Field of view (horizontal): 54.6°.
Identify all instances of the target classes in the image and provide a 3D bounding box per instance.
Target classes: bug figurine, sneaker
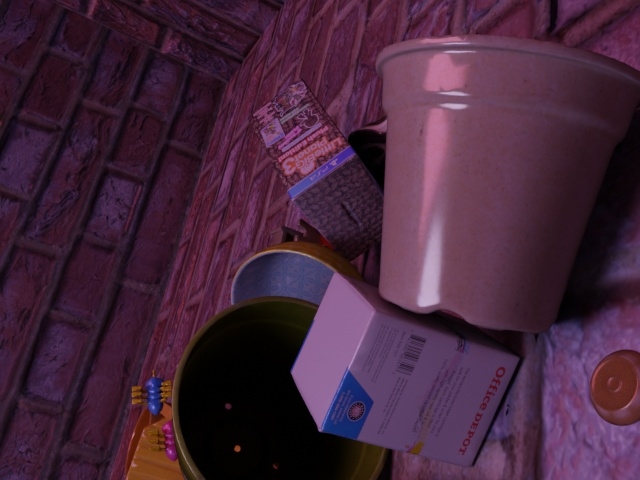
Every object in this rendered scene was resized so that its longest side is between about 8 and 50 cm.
[{"bbox_3d":[-0.267,0.368,1.358,0.072,0.278,0.216,89,173,-49],"label":"bug figurine"},{"bbox_3d":[0.198,-0.222,1.207,0.182,0.158,0.410,-39,6,-21],"label":"sneaker"}]

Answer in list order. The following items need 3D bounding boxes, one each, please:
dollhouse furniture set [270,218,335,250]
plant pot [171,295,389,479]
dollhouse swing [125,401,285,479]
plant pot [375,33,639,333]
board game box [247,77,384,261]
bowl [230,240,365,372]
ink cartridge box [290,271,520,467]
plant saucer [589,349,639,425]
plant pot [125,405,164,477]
[{"bbox_3d":[0.000,0.000,1.464,0.259,0.135,0.262,-21,50,47],"label":"dollhouse furniture set"},{"bbox_3d":[-0.113,0.339,1.120,0.353,0.366,0.367,127,155,-53],"label":"plant pot"},{"bbox_3d":[-0.270,0.579,1.343,0.305,0.315,0.347,161,128,-75],"label":"dollhouse swing"},{"bbox_3d":[0.206,-0.055,0.790,0.334,0.333,0.306,-164,84,-68],"label":"plant pot"},{"bbox_3d":[0.007,-0.142,1.248,0.141,0.232,0.291,-35,46,6],"label":"board game box"},{"bbox_3d":[-0.014,0.112,1.229,0.289,0.289,0.156,-51,-2,36],"label":"bowl"},{"bbox_3d":[0.111,0.176,0.859,0.171,0.232,0.168,-66,20,6],"label":"ink cartridge box"},{"bbox_3d":[0.323,0.158,0.674,0.083,0.015,0.083,-49,30,41],"label":"plant saucer"},{"bbox_3d":[-0.442,0.604,1.806,0.205,0.187,0.205,-50,29,41],"label":"plant pot"}]
